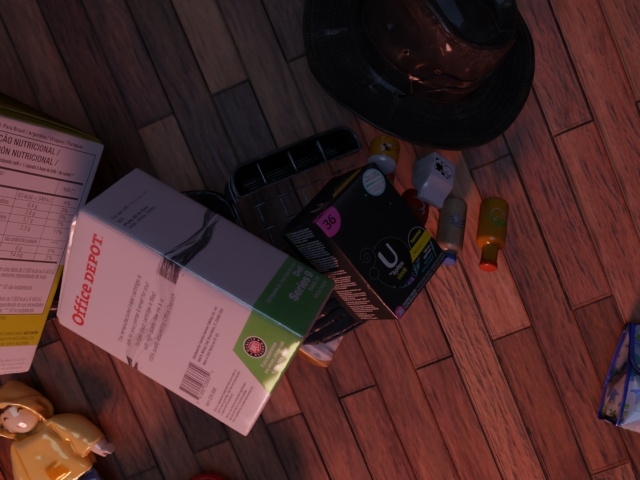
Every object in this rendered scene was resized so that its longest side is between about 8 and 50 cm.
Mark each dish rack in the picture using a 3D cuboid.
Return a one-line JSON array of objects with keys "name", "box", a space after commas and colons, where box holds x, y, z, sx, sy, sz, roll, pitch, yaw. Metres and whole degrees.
[{"name": "dish rack", "box": [0.000, 0.000, 0.873, 0.208, 0.074, 0.271, -26, 95, -28]}]

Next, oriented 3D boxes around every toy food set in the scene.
[{"name": "toy food set", "box": [0.143, -0.039, 0.861, 0.232, 0.111, 0.104, 26, 61, -26]}]

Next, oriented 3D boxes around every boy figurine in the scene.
[{"name": "boy figurine", "box": [-0.404, 0.338, 0.977, 0.177, 0.092, 0.285, -26, 97, 9]}]

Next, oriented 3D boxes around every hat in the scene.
[{"name": "hat", "box": [0.145, -0.280, 0.801, 0.331, 0.134, 0.331, 2, 77, -10]}]

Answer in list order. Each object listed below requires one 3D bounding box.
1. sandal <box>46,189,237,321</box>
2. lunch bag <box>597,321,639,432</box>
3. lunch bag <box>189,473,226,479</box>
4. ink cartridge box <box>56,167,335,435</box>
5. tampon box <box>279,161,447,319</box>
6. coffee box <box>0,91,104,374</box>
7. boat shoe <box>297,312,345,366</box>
[{"name": "sandal", "box": [-0.340, 0.018, 0.928, 0.445, 0.107, 0.168, -16, 95, 5]}, {"name": "lunch bag", "box": [0.485, 0.204, 0.900, 0.128, 0.096, 0.151, 16, 83, 5]}, {"name": "lunch bag", "box": [-0.177, 0.536, 0.959, 0.258, 0.120, 0.293, 40, 96, -1]}, {"name": "ink cartridge box", "box": [-0.160, 0.076, 0.783, 0.289, 0.121, 0.211, 31, 128, 2]}, {"name": "tampon box", "box": [0.056, 0.005, 0.806, 0.161, 0.101, 0.120, 49, 62, -15]}, {"name": "coffee box", "box": [-0.539, -0.050, 0.762, 0.337, 0.338, 0.334, 25, 98, 31]}, {"name": "boat shoe", "box": [-0.077, 0.072, 0.917, 0.277, 0.098, 0.096, 40, 73, -19]}]
